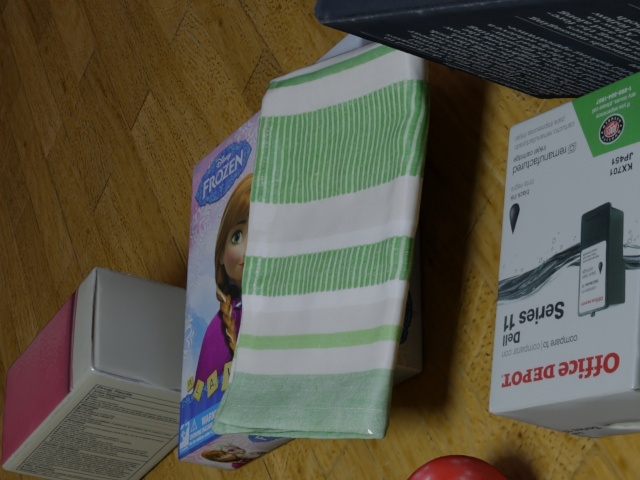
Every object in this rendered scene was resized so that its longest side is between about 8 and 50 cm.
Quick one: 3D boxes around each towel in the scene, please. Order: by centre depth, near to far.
[{"bbox_3d":[0.000,0.000,1.290,0.248,0.038,0.324,-11,66,57],"label":"towel"}]

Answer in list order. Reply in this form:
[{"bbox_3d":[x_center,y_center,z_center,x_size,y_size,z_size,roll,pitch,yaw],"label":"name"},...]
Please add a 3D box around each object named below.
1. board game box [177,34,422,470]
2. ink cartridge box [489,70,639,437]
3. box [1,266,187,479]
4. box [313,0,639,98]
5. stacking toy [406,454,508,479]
[{"bbox_3d":[-0.024,0.014,1.434,0.319,0.066,0.318,-35,47,49],"label":"board game box"},{"bbox_3d":[0.191,0.014,1.018,0.153,0.087,0.208,-22,58,57],"label":"ink cartridge box"},{"bbox_3d":[-0.218,0.150,1.633,0.232,0.149,0.126,-44,39,43],"label":"box"},{"bbox_3d":[0.205,-0.256,0.997,0.395,0.212,0.293,9,84,61],"label":"box"},{"bbox_3d":[0.035,0.293,1.133,0.330,0.141,0.141,-56,32,21],"label":"stacking toy"}]
